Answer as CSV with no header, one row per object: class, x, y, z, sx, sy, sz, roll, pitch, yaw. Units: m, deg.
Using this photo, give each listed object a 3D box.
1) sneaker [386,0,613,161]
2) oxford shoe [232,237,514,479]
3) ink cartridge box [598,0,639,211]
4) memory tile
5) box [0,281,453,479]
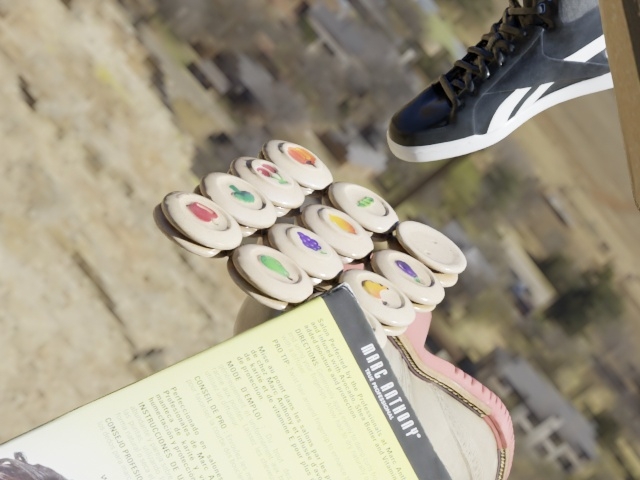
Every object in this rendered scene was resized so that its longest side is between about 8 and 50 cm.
sneaker,0.136,-0.151,1.421,0.079,0.217,0.121,-120,-172,-55
oxford shoe,0.022,0.117,1.147,0.123,0.130,0.348,12,-20,29
ink cartridge box,0.142,-0.131,0.376,0.235,0.088,0.193,-32,118,-39
memory tile,0.000,0.000,0.830,0.113,0.012,0.148,35,24,9
box,-0.072,0.098,0.631,0.232,0.058,0.087,-25,83,-32
